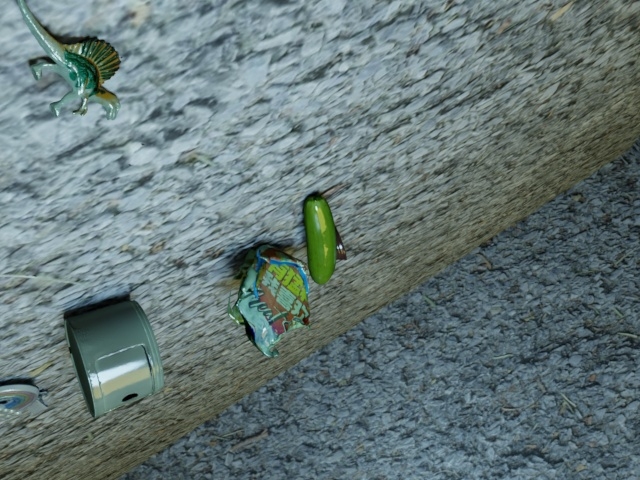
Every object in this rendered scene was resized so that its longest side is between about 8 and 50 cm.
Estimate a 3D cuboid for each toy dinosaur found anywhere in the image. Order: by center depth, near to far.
[{"bbox_3d":[-0.302,-0.219,0.605,0.106,0.044,0.187,-33,147,-35],"label":"toy dinosaur"}]

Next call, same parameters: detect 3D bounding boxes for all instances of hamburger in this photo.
[{"bbox_3d":[-0.149,0.149,1.248,0.150,0.260,0.276,-13,-173,34],"label":"hamburger"}]

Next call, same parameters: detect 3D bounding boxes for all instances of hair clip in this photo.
[{"bbox_3d":[-0.767,0.390,1.191,0.140,0.054,0.220,-25,152,-2],"label":"hair clip"}]

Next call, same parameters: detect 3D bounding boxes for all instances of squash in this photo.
[{"bbox_3d":[0.001,-0.001,1.269,0.082,0.082,0.292,-23,132,-22],"label":"squash"}]

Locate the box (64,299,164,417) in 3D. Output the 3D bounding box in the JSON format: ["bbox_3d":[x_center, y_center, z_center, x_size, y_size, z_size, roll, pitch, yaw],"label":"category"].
[{"bbox_3d":[-0.466,0.260,1.082,0.149,0.226,0.226,-16,151,-33],"label":"box"}]

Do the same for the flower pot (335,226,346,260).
[{"bbox_3d":[0.016,0.020,1.387,0.089,0.111,0.111,-19,155,-5],"label":"flower pot"}]
